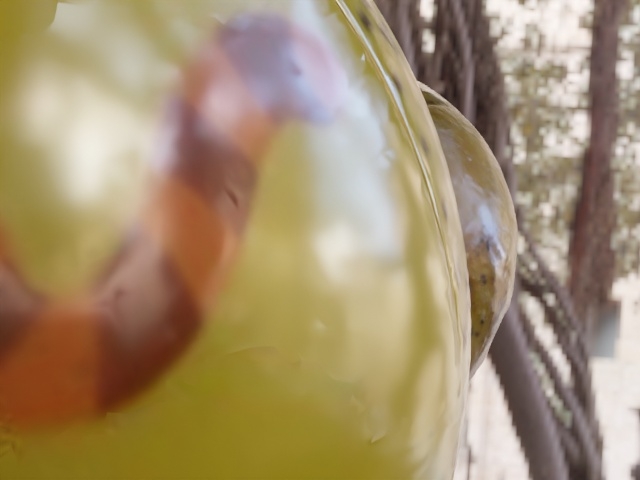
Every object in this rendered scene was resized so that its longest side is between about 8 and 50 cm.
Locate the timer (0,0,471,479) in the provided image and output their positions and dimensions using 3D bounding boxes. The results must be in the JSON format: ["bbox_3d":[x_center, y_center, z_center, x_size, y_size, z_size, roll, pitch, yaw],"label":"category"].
[{"bbox_3d":[-0.143,0.038,0.422,0.376,0.376,0.387,1,20,20],"label":"timer"}]

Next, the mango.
[{"bbox_3d":[0.000,0.000,0.832,0.146,0.193,0.316,51,2,-19],"label":"mango"}]
